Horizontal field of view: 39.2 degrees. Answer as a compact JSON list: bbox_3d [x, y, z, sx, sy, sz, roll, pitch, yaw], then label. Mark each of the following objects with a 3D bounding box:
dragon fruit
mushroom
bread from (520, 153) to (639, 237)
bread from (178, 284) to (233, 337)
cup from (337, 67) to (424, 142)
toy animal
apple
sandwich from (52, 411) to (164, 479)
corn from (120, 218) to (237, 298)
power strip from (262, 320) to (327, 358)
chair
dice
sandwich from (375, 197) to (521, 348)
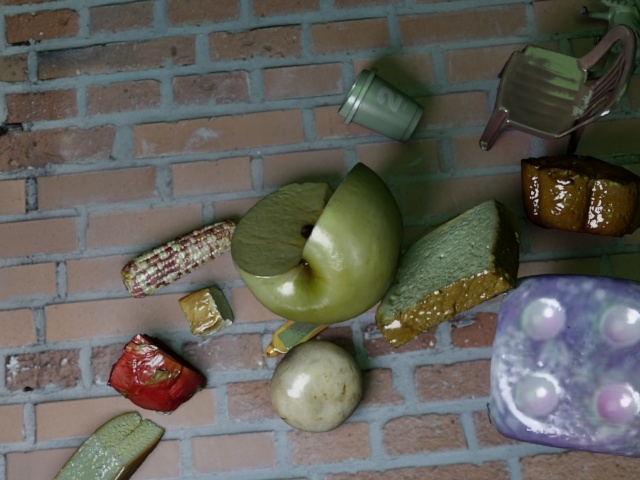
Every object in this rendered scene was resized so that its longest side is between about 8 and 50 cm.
[{"bbox_3d":[-0.293,0.243,1.580,0.127,0.161,0.120,34,79,20],"label":"dragon fruit"},{"bbox_3d":[-0.006,0.256,1.580,0.166,0.127,0.166,-1,99,-8],"label":"mushroom"},{"bbox_3d":[0.462,-0.081,1.573,0.232,0.247,0.135,7,94,12],"label":"bread"},{"bbox_3d":[-0.209,0.130,1.639,0.070,0.077,0.083,-26,78,8],"label":"bread"},{"bbox_3d":[0.116,-0.246,1.690,0.141,0.120,0.120,31,81,-5],"label":"cup"},{"bbox_3d":[0.589,-0.411,1.724,0.176,0.073,0.216,4,82,-12],"label":"toy animal"},{"bbox_3d":[0.015,0.014,1.555,0.295,0.258,0.233,-22,109,31],"label":"apple"},{"bbox_3d":[-0.392,0.411,1.578,0.094,0.096,0.258,36,79,14],"label":"sandwich"},{"bbox_3d":[-0.256,0.031,1.663,0.237,0.079,0.079,-25,78,-6],"label":"corn"},{"bbox_3d":[-0.032,0.161,1.646,0.178,0.028,0.049,-36,79,-6],"label":"power strip"},{"bbox_3d":[0.405,-0.260,1.567,0.183,0.326,0.175,16,78,5],"label":"chair"},{"bbox_3d":[0.435,0.206,1.464,0.271,0.270,0.270,4,79,24],"label":"dice"},{"bbox_3d":[0.222,0.054,1.535,0.251,0.226,0.087,-31,116,32],"label":"sandwich"}]
